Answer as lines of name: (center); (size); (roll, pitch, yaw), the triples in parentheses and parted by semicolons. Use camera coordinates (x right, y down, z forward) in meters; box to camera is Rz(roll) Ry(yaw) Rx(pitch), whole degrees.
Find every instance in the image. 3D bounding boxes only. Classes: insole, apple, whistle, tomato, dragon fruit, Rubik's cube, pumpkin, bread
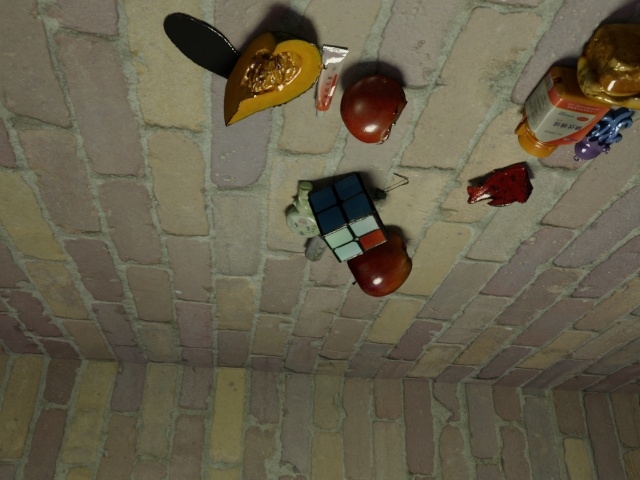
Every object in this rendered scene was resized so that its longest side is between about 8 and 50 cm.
insole: (-0.218, -0.425, 1.442); (0.348, 0.009, 0.119); (26, 143, -35)
apple: (0.201, 0.083, 2.081); (0.233, 0.234, 0.234); (1, 150, 1)
whistle: (-0.049, -0.094, 1.945); (0.125, 0.067, 0.258); (13, 145, 8)
tomato: (0.122, -0.320, 1.478); (0.167, 0.168, 0.167); (1, 150, 1)
dragon fruit: (0.534, -0.137, 1.806); (0.192, 0.123, 0.092); (-17, 160, 24)
Rubik's cube: (0.086, -0.067, 1.840); (0.183, 0.167, 0.180); (-24, 145, 6)
pumpkin: (-0.108, -0.385, 1.424); (0.162, 0.111, 0.278); (5, 140, -40)
bread: (0.753, -0.366, 1.332); (0.343, 0.195, 0.149); (5, 144, -2)

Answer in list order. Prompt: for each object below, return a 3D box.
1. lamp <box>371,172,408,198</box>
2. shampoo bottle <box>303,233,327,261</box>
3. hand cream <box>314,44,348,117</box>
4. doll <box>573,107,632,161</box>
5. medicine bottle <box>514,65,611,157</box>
lamp: (0.214, -0.158, 1.859); (0.054, 0.041, 0.121); (10, 152, -30)
shampoo bottle: (0.000, 0.000, 2.099); (0.072, 0.072, 0.214); (9, 149, -12)
hand cream: (0.019, -0.384, 1.484); (0.052, 0.038, 0.216); (-19, 152, -22)
doll: (0.748, -0.282, 1.601); (0.109, 0.067, 0.206); (27, 132, -14)
medicine bottle: (0.591, -0.311, 1.502); (0.149, 0.112, 0.222); (7, 149, -10)
